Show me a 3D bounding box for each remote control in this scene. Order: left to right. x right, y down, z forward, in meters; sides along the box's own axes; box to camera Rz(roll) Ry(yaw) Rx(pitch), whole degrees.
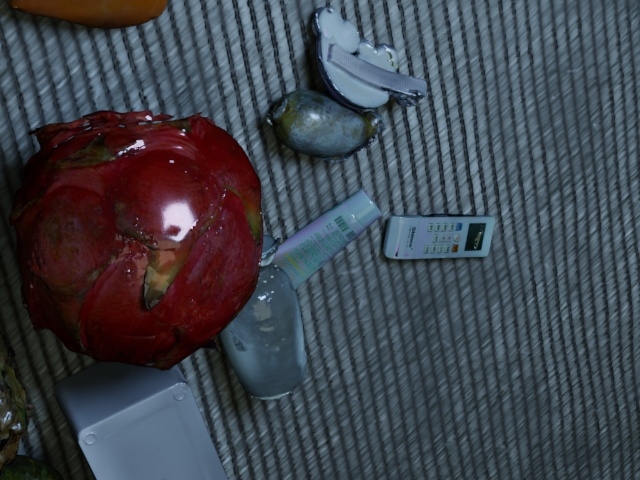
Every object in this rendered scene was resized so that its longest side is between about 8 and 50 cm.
[{"bbox_3d":[0.165,-0.009,1.766,0.166,0.029,0.065,-1,109,-28],"label":"remote control"}]

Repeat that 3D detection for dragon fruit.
[{"bbox_3d":[-0.210,-0.006,1.458,0.295,0.295,0.302,5,98,-25],"label":"dragon fruit"}]

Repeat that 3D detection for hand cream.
[{"bbox_3d":[0.000,0.000,1.692,0.174,0.047,0.076,-38,121,4],"label":"hand cream"}]

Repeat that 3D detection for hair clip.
[{"bbox_3d":[0.055,-0.217,1.597,0.172,0.049,0.116,23,55,-26],"label":"hair clip"}]

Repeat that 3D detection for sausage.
[{"bbox_3d":[-0.261,-0.286,1.433,0.179,0.089,0.089,-2,111,-27],"label":"sausage"}]

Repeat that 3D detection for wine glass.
[{"bbox_3d":[-0.081,0.097,1.650,0.111,0.111,0.205,-20,115,-16],"label":"wine glass"}]

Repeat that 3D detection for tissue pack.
[{"bbox_3d":[-0.220,0.280,1.648,0.159,0.136,0.246,-24,118,-13],"label":"tissue pack"}]

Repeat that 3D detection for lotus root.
[{"bbox_3d":[0.007,-0.144,1.610,0.165,0.088,0.088,8,107,-34],"label":"lotus root"}]

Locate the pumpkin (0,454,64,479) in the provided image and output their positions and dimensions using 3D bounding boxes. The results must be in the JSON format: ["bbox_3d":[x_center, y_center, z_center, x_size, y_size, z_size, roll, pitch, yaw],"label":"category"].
[{"bbox_3d":[-0.403,0.376,1.593,0.223,0.157,0.224,-1,93,-27],"label":"pumpkin"}]

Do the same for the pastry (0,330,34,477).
[{"bbox_3d":[-0.417,0.187,1.449,0.192,0.275,0.275,-7,116,11],"label":"pastry"}]
